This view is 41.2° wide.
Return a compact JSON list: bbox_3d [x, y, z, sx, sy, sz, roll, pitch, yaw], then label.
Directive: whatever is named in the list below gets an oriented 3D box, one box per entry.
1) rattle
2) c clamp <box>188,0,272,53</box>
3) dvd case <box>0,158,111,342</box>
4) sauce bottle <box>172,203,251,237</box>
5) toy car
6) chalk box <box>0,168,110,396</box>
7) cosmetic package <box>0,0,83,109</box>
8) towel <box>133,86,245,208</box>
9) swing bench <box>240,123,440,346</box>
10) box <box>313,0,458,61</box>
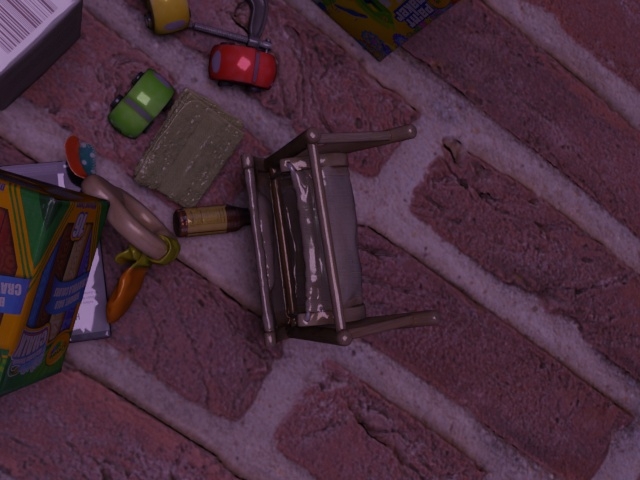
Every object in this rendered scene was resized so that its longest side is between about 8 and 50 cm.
[{"bbox_3d":[-0.290,-0.018,1.104,0.199,0.130,0.142,41,112,-17],"label":"rattle"},{"bbox_3d":[-0.138,-0.313,1.207,0.160,0.022,0.137,18,81,-16],"label":"c clamp"},{"bbox_3d":[-0.376,0.019,1.108,0.179,0.029,0.239,-6,89,-17],"label":"dvd case"},{"bbox_3d":[-0.138,-0.029,1.177,0.128,0.042,0.042,-5,88,-27],"label":"sauce bottle"},{"bbox_3d":[-0.199,-0.232,1.154,0.239,0.053,0.225,41,83,-17],"label":"toy car"},{"bbox_3d":[-0.387,0.065,0.971,0.180,0.179,0.289,17,92,5],"label":"chalk box"},{"bbox_3d":[-0.397,-0.278,1.041,0.151,0.183,0.151,44,75,-11],"label":"cosmetic package"},{"bbox_3d":[-0.177,-0.122,1.154,0.110,0.027,0.148,31,92,-32],"label":"towel"},{"bbox_3d":[0.000,0.000,1.098,0.165,0.254,0.253,-7,88,-35],"label":"swing bench"},{"bbox_3d":[0.079,-0.429,1.142,0.279,0.290,0.177,41,75,-11],"label":"box"}]
